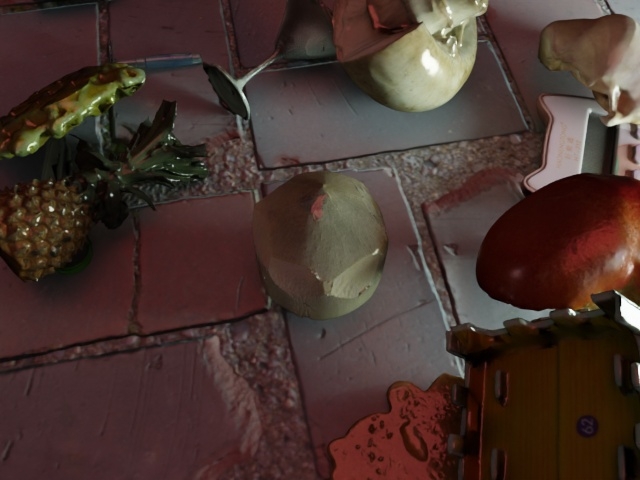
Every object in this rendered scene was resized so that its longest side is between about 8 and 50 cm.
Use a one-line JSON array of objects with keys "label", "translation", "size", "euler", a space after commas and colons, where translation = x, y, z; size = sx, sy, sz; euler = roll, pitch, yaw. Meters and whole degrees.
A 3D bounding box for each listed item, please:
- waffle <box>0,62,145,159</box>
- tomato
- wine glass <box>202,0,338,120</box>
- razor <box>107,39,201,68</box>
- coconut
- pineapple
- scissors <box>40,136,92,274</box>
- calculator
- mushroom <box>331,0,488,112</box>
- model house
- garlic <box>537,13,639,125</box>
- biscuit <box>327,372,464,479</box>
[{"label": "waffle", "translation": [-0.340, -0.175, 0.790], "size": [0.223, 0.054, 0.204], "euler": [-41, 29, -26]}, {"label": "tomato", "translation": [0.293, -0.002, 0.663], "size": [0.233, 0.200, 0.139], "euler": [3, 104, -1]}, {"label": "wine glass", "translation": [-0.069, -0.260, 0.868], "size": [0.183, 0.122, 0.122], "euler": [-40, 69, -14]}, {"label": "razor", "translation": [-0.246, -0.268, 0.913], "size": [0.135, 0.040, 0.068], "euler": [-9, 62, -10]}, {"label": "coconut", "translation": [0.000, 0.003, 0.692], "size": [0.161, 0.162, 0.161], "euler": [0, 61, 1]}, {"label": "pineapple", "translation": [-0.260, -0.062, 0.738], "size": [0.130, 0.119, 0.277], "euler": [29, 55, 31]}, {"label": "scissors", "translation": [-0.347, -0.048, 0.795], "size": [0.101, 0.027, 0.204], "euler": [-5, 63, -7]}, {"label": "calculator", "translation": [0.433, -0.079, 0.808], "size": [0.330, 0.048, 0.220], "euler": [17, 61, 6]}, {"label": "mushroom", "translation": [0.143, -0.286, 0.828], "size": [0.195, 0.189, 0.253], "euler": [-11, 59, 35]}, {"label": "model house", "translation": [0.247, 0.185, 0.563], "size": [0.215, 0.198, 0.224], "euler": [28, 57, -29]}, {"label": "garlic", "translation": [0.417, -0.239, 0.823], "size": [0.217, 0.110, 0.228], "euler": [13, 40, -3]}, {"label": "biscuit", "translation": [0.103, 0.221, 0.651], "size": [0.184, 0.027, 0.133], "euler": [-39, 69, -17]}]
